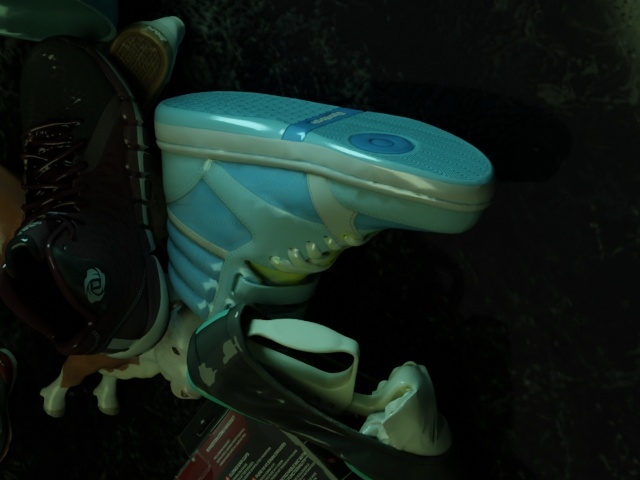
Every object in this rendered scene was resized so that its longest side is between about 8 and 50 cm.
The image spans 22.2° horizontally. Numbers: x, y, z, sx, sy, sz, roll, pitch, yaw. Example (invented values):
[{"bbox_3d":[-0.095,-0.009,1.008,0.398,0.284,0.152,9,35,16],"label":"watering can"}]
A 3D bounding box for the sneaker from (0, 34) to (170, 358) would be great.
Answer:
[{"bbox_3d":[-0.209,-0.036,1.329,0.106,0.162,0.281,-18,86,23],"label":"sneaker"}]

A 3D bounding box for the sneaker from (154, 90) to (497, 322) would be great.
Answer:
[{"bbox_3d":[0.000,0.000,1.337,0.319,0.127,0.208,15,111,36],"label":"sneaker"}]

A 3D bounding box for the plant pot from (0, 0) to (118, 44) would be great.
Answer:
[{"bbox_3d":[-0.289,-0.298,1.342,0.293,0.293,0.196,9,84,28],"label":"plant pot"}]

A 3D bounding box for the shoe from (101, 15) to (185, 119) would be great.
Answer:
[{"bbox_3d":[-0.187,-0.120,1.453,0.076,0.058,0.219,39,127,-9],"label":"shoe"}]

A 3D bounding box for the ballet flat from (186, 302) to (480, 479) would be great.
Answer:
[{"bbox_3d":[0.026,0.133,1.322,0.280,0.095,0.096,25,124,-14],"label":"ballet flat"}]

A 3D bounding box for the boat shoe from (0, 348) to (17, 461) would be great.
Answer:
[{"bbox_3d":[-0.335,0.173,1.635,0.049,0.043,0.137,25,118,20],"label":"boat shoe"}]

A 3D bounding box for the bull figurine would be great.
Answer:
[{"bbox_3d":[-0.224,0.060,1.497,0.310,0.101,0.188,40,121,13],"label":"bull figurine"}]

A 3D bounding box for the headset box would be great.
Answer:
[{"bbox_3d":[-0.011,0.255,1.428,0.293,0.110,0.218,44,122,11],"label":"headset box"}]
